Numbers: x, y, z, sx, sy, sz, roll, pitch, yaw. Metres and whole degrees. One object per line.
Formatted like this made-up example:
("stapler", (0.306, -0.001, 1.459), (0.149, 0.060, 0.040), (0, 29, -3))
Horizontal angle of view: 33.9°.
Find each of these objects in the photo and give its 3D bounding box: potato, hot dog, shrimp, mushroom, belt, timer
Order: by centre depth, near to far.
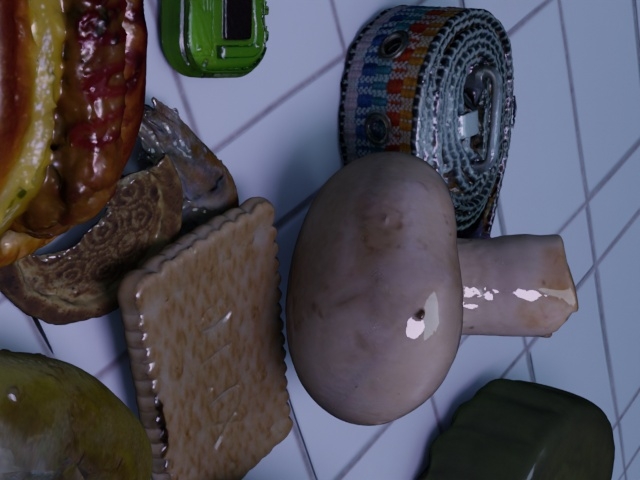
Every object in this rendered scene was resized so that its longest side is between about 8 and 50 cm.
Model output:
("hot dog", (-0.236, -0.165, 0.762), (0.185, 0.223, 0.405), (-16, 110, -44))
("potato", (-0.269, 0.185, 0.843), (0.307, 0.173, 0.210), (12, 87, -53))
("shrimp", (-0.154, -0.054, 1.028), (0.126, 0.047, 0.223), (-52, 136, -15))
("timer", (-0.101, -0.232, 1.042), (0.128, 0.047, 0.140), (-11, 107, -49))
("mushroom", (0.112, 0.061, 1.118), (0.290, 0.292, 0.292), (7, 94, -10))
("belt", (0.140, -0.135, 1.265), (0.207, 0.160, 0.295), (1, 97, -50))

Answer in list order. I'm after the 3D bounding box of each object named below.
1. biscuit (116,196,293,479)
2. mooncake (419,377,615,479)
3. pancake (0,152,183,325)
("biscuit", (-0.113, 0.131, 1.090), (0.217, 0.044, 0.325), (-38, 135, -43))
("mooncake", (0.283, 0.371, 1.542), (0.351, 0.187, 0.351), (-17, 114, -44))
("pancake", (-0.201, -0.004, 0.962), (0.184, 0.020, 0.190), (25, 96, -50))
